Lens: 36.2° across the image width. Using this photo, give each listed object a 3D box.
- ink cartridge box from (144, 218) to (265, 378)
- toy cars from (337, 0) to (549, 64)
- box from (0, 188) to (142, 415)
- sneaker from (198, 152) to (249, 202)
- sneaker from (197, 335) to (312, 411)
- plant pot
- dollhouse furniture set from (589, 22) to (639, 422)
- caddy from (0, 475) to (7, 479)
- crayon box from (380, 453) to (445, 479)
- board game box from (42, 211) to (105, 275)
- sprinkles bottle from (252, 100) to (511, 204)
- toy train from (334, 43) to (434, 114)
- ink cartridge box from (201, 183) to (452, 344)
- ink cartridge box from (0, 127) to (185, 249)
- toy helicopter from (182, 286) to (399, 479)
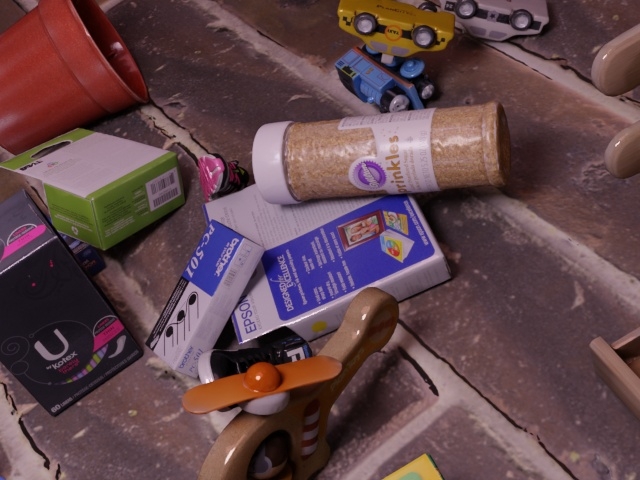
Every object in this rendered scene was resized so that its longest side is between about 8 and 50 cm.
[{"bbox_3d":[-0.165,0.080,1.386,0.097,0.046,0.207,27,88,51],"label":"ink cartridge box"},{"bbox_3d":[0.201,-0.355,1.609,0.393,0.087,0.176,-16,46,-31],"label":"toy cars"},{"bbox_3d":[-0.398,0.092,1.384,0.165,0.270,0.143,-36,45,-10],"label":"box"},{"bbox_3d":[-0.150,-0.104,1.556,0.074,0.170,0.063,-19,79,-12],"label":"sneaker"},{"bbox_3d":[-0.073,0.157,1.236,0.121,0.217,0.079,-22,82,6],"label":"sneaker"},{"bbox_3d":[-0.505,-0.306,1.827,0.265,0.272,0.272,-31,44,6],"label":"plant pot"},{"bbox_3d":[0.417,0.020,1.010,0.256,0.394,0.362,-30,45,-5],"label":"dollhouse furniture set"},{"bbox_3d":[-0.376,0.394,1.067,0.341,0.179,0.241,32,59,-7],"label":"caddy"},{"bbox_3d":[0.046,0.376,1.052,0.278,0.081,0.165,-29,52,-5],"label":"crayon box"},{"bbox_3d":[-0.484,0.030,1.629,0.194,0.060,0.194,-35,44,-10],"label":"board game box"},{"bbox_3d":[0.085,-0.123,1.390,0.355,0.121,0.121,-4,48,20],"label":"sprinkles bottle"},{"bbox_3d":[0.110,-0.271,1.642,0.105,0.080,0.184,-42,49,-5],"label":"toy train"},{"bbox_3d":[0.000,0.000,1.446,0.307,0.072,0.304,-24,45,4],"label":"ink cartridge box"},{"bbox_3d":[-0.383,-0.096,1.637,0.255,0.097,0.189,18,37,35],"label":"ink cartridge box"},{"bbox_3d":[-0.025,0.184,1.164,0.140,0.235,0.355,21,60,37],"label":"toy helicopter"}]
